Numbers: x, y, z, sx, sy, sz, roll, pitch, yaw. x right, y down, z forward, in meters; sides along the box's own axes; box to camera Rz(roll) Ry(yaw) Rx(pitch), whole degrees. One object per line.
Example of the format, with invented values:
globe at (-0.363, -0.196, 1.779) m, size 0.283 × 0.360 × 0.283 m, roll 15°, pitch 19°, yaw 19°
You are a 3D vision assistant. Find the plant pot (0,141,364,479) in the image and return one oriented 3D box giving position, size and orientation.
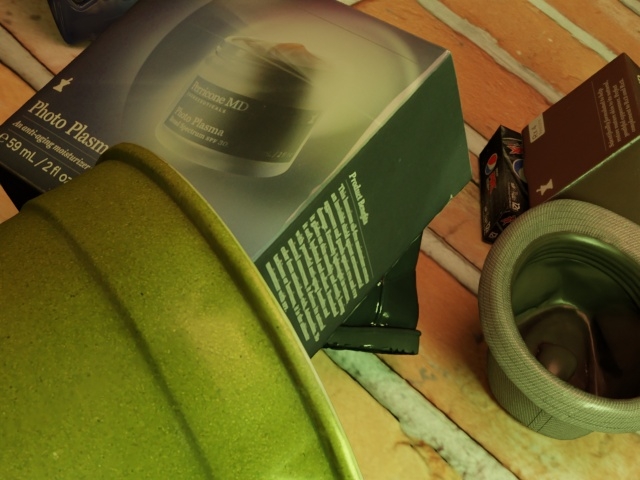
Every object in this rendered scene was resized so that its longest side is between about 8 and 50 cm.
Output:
plant pot at (-0.203, 0.177, 0.716) m, size 0.353 × 0.366 × 0.366 m, roll -27°, pitch 62°, yaw -22°

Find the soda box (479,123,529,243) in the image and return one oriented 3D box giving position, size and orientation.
soda box at (0.233, -0.065, 1.444) m, size 0.053 × 0.060 × 0.169 m, roll 22°, pitch 40°, yaw -14°

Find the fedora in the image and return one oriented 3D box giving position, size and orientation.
fedora at (0.264, 0.101, 1.231) m, size 0.243 × 0.124 × 0.275 m, roll 24°, pitch 48°, yaw -2°

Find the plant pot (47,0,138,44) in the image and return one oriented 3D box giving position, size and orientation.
plant pot at (-0.237, -0.403, 1.358) m, size 0.235 × 0.212 × 0.236 m, roll -21°, pitch 56°, yaw -8°

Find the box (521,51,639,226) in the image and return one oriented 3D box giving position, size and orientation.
box at (0.370, -0.073, 1.404) m, size 0.203 × 0.167 × 0.168 m, roll 36°, pitch 35°, yaw -25°

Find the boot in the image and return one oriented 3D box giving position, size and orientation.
boot at (0.000, 0.000, 1.140) m, size 0.246 × 0.094 × 0.207 m, roll 8°, pitch 80°, yaw -30°

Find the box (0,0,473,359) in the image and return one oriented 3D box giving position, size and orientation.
box at (-0.076, -0.069, 1.023) m, size 0.296 × 0.183 × 0.294 m, roll 30°, pitch 66°, yaw 30°
